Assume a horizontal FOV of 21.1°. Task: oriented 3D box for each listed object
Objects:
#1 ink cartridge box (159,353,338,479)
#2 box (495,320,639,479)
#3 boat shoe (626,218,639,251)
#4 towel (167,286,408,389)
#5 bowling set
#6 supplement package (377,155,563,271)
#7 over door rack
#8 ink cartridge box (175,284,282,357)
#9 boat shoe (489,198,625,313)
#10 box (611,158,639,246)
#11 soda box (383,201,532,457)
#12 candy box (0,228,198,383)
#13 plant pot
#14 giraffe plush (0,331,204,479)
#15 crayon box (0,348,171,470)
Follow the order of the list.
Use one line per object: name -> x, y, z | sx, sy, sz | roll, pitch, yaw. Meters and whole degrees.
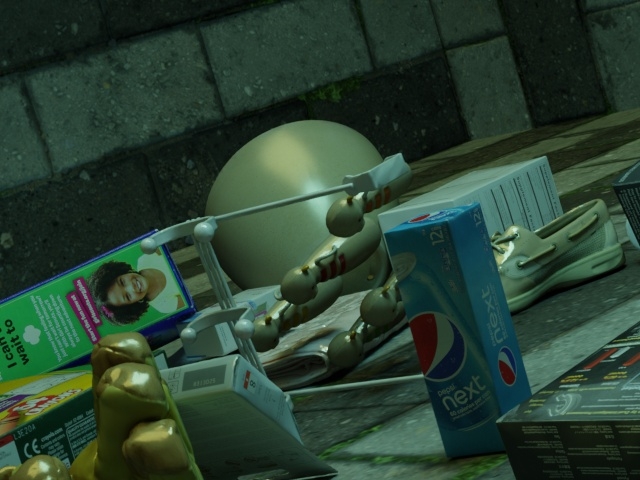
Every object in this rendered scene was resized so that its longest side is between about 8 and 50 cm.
ink cartridge box -> -0.086, 0.167, 1.546 | 0.145, 0.045, 0.179 | -13, -34, 29
box -> 0.322, 0.111, 1.267 | 0.242, 0.076, 0.307 | -29, 13, -39
boat shoe -> 0.524, -0.049, 2.090 | 0.301, 0.108, 0.102 | -19, 4, 37
towel -> -0.053, 0.132, 2.187 | 0.317, 0.053, 0.332 | -13, 8, 27
bowling set -> 0.057, 0.069, 1.892 | 0.154, 0.200, 0.287 | -38, -16, -39
supplement package -> 0.218, -0.016, 2.383 | 0.139, 0.133, 0.244 | -11, 9, 42
over door rack -> -0.023, 0.066, 1.782 | 0.324, 0.239, 0.108 | -16, 12, 34
ink cartridge box -> -0.104, 0.100, 2.136 | 0.122, 0.052, 0.088 | -23, 8, -37
boat shoe -> 0.239, 0.029, 2.121 | 0.302, 0.098, 0.109 | -19, 7, -23
box -> 0.489, -0.053, 1.890 | 0.270, 0.143, 0.165 | -8, 23, 50
soda box -> 0.125, 0.078, 1.504 | 0.067, 0.210, 0.071 | -13, 7, 31
candy box -> -0.323, 0.119, 2.229 | 0.317, 0.122, 0.268 | -27, -7, -6
plant pot -> 0.000, 0.000, 2.411 | 0.284, 0.284, 0.191 | -18, 36, -12
giraffe plush -> -0.184, 0.203, 1.395 | 0.171, 0.210, 0.181 | -22, 32, -4
crayon box -> -0.376, 0.238, 1.853 | 0.313, 0.106, 0.363 | -12, 8, 33
